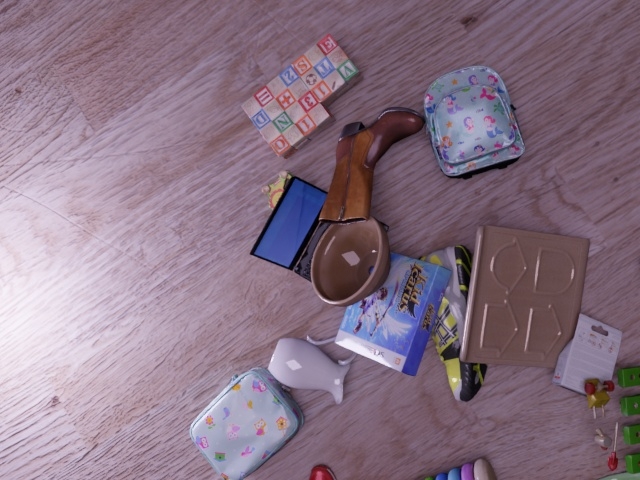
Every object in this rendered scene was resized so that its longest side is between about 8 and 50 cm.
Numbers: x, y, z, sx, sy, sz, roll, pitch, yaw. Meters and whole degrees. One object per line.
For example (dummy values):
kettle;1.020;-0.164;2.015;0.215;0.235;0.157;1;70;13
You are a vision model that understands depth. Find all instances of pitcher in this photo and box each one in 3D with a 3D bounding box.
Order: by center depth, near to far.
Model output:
pitcher;-0.017;0.310;1.956;0.207;0.125;0.178;22;74;0

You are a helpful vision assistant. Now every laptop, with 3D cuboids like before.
laptop;0.000;0.000;1.931;0.264;0.136;0.234;31;97;12

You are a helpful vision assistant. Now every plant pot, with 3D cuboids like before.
plant pot;0.096;0.057;1.853;0.237;0.109;0.238;-25;53;39

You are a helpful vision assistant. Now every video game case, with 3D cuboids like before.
video game case;0.174;0.167;1.848;0.244;0.061;0.270;15;84;48

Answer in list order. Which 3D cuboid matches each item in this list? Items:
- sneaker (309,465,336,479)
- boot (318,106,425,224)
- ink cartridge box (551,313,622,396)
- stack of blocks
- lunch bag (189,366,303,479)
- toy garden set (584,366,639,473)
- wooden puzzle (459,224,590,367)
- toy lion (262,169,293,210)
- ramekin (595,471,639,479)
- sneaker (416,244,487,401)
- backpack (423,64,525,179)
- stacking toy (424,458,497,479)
sneaker;0.003;0.705;1.939;0.086;0.128;0.221;-9;89;12
boot;0.123;-0.179;1.830;0.264;0.096;0.281;-5;58;36
ink cartridge box;0.647;0.283;1.823;0.145;0.045;0.179;22;76;-19
stack of blocks;-0.034;-0.372;1.960;0.297;0.087;0.171;-38;83;9
lunch bag;-0.194;0.480;1.989;0.279;0.108;0.224;-44;77;7
toy garden set;0.719;0.428;1.790;0.203;0.049;0.245;-3;87;-21
wooden puzzle;0.482;0.137;1.801;0.347;0.080;0.322;7;92;-24
toy lion;-0.101;-0.125;2.007;0.100;0.034;0.096;-40;90;9
ramekin;0.705;0.673;1.715;0.303;0.303;0.148;-23;94;11
sneaker;0.326;0.209;1.882;0.147;0.145;0.385;-8;84;30
backpack;0.366;-0.295;1.836;0.225;0.191;0.254;-16;82;12
stacking toy;0.281;0.656;1.891;0.330;0.141;0.141;-20;86;18
